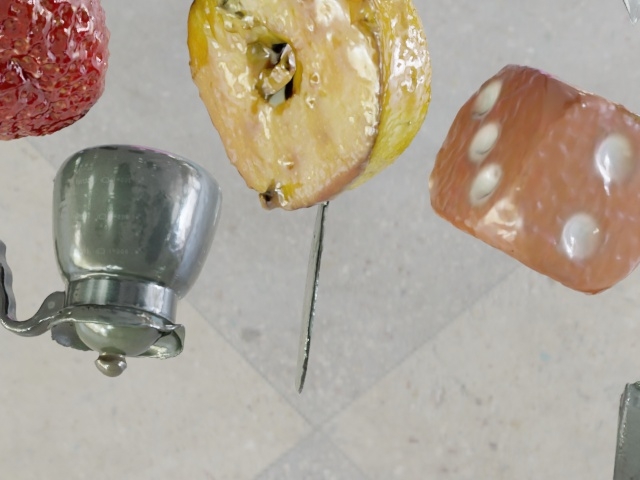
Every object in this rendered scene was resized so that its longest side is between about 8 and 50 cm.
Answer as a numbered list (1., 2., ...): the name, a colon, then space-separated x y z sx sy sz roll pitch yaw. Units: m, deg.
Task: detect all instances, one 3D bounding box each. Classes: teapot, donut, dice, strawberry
1. teapot: -0.291 0.035 1.599 0.305 0.223 0.285 8 69 -8
2. donut: -0.015 -0.147 1.014 0.118 0.253 0.253 -19 53 -31
3. dice: 0.228 -0.061 1.190 0.179 0.175 0.174 -60 24 5
4. strawberry: -0.328 -0.211 1.198 0.257 0.277 0.257 -20 37 16

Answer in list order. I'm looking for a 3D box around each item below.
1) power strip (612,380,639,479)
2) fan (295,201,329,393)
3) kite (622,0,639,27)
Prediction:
1. power strip: 0.434 0.240 1.361 0.213 0.065 0.198 12 43 8
2. fan: -0.002 0.008 1.285 0.012 0.223 0.294 9 93 -2
3. kite: 0.219 -0.293 0.997 0.015 0.245 0.141 -19 26 26
